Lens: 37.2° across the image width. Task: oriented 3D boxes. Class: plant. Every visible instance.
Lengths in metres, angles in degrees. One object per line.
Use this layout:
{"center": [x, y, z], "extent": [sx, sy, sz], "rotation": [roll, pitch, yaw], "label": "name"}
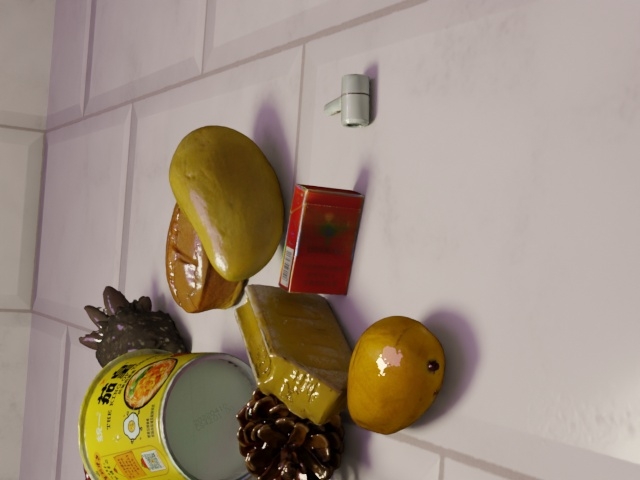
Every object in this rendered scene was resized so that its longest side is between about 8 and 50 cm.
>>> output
{"center": [-0.432, 0.231, 2.238], "extent": [0.321, 0.194, 0.181], "rotation": [40, 108, 50], "label": "plant"}

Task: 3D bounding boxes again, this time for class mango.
{"center": [0.100, 0.196, 1.363], "extent": [0.147, 0.109, 0.227], "rotation": [62, 145, 23], "label": "mango"}
{"center": [-0.166, -0.082, 1.786], "extent": [0.331, 0.195, 0.142], "rotation": [60, 159, 24], "label": "mango"}

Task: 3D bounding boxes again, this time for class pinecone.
{"center": [-0.044, 0.322, 1.535], "extent": [0.212, 0.169, 0.185], "rotation": [-157, 60, -72], "label": "pinecone"}

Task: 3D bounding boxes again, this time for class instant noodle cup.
{"center": [-0.254, 0.347, 1.785], "extent": [0.254, 0.326, 0.325], "rotation": [-19, 69, 48], "label": "instant noodle cup"}

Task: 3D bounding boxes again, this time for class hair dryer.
{"center": [0.039, -0.225, 1.597], "extent": [0.137, 0.047, 0.082], "rotation": [170, 102, -65], "label": "hair dryer"}

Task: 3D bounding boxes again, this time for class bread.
{"center": [-0.236, 0.016, 1.944], "extent": [0.195, 0.143, 0.269], "rotation": [19, 100, 60], "label": "bread"}

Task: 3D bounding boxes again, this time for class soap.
{"center": [-0.031, 0.182, 1.517], "extent": [0.080, 0.160, 0.257], "rotation": [-66, 30, 27], "label": "soap"}

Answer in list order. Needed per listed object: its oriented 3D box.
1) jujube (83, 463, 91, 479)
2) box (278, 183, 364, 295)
{"center": [-0.480, 0.538, 2.269], "extent": [0.174, 0.174, 0.250], "rotation": [-50, 47, 45], "label": "jujube"}
{"center": [0.000, 0.000, 1.560], "extent": [0.048, 0.112, 0.175], "rotation": [27, 108, 60], "label": "box"}
